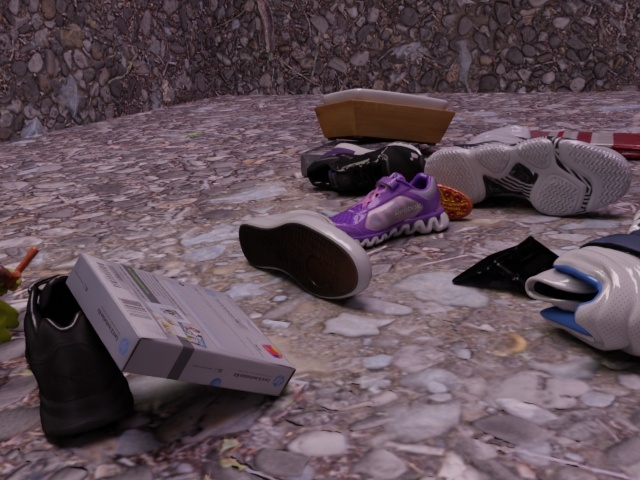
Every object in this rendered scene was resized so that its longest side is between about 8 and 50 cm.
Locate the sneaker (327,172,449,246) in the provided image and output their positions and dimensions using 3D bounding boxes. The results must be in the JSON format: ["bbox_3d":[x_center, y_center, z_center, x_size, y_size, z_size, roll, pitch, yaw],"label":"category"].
[{"bbox_3d":[0.103,-0.056,1.161,0.236,0.105,0.095,-13,21,-23],"label":"sneaker"}]

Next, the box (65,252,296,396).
[{"bbox_3d":[-0.131,0.082,0.678,0.186,0.038,0.145,20,14,-46],"label":"box"}]

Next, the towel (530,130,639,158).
[{"bbox_3d":[0.662,-0.236,1.726,0.328,0.037,0.237,5,17,21],"label":"towel"}]

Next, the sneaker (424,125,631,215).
[{"bbox_3d":[0.395,-0.143,1.310,0.365,0.138,0.210,4,22,34],"label":"sneaker"}]

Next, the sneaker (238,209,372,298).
[{"bbox_3d":[0.000,0.000,0.998,0.123,0.106,0.290,-17,21,-30],"label":"sneaker"}]

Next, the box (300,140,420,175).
[{"bbox_3d":[0.096,-0.191,1.665,0.230,0.056,0.183,5,20,27],"label":"box"}]

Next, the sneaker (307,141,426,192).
[{"bbox_3d":[0.088,-0.131,1.445,0.124,0.107,0.283,-31,24,-34],"label":"sneaker"}]

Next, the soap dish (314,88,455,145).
[{"bbox_3d":[0.158,-0.306,1.798,0.290,0.118,0.229,1,5,-25],"label":"soap dish"}]

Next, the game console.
[{"bbox_3d":[0.260,0.045,0.958,0.107,0.071,0.122,40,38,22],"label":"game console"}]

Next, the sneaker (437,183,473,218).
[{"bbox_3d":[0.194,-0.075,1.272,0.175,0.064,0.067,11,13,32],"label":"sneaker"}]

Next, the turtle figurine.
[{"bbox_3d":[-0.420,0.077,0.799,0.269,0.087,0.217,-35,29,-32],"label":"turtle figurine"}]

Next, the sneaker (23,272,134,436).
[{"bbox_3d":[-0.262,0.087,0.745,0.109,0.130,0.286,-15,19,-25],"label":"sneaker"}]

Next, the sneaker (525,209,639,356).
[{"bbox_3d":[0.350,0.023,0.811,0.236,0.130,0.323,2,23,4],"label":"sneaker"}]
